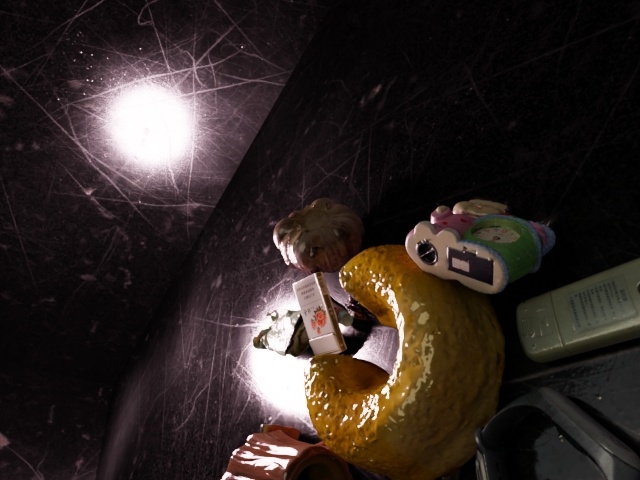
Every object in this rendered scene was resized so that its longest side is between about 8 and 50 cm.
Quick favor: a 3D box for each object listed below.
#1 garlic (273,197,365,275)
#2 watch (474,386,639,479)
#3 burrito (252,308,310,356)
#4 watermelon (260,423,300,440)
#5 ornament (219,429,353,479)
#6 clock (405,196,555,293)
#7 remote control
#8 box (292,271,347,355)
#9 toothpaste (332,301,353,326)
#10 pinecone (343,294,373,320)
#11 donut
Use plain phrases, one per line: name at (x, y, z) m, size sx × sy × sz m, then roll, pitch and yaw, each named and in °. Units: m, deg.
garlic at (0.000, 0.000, 1.233) m, size 0.245 × 0.160 × 0.244 m, roll -8°, pitch 42°, yaw 8°
watch at (0.287, 0.301, 0.593) m, size 0.192 × 0.068 × 0.206 m, roll -60°, pitch 29°, yaw 9°
burrito at (-0.099, 0.258, 1.308) m, size 0.229 × 0.089 × 0.143 m, roll -11°, pitch 45°, yaw 58°
watermelon at (-0.088, 0.474, 1.116) m, size 0.094 × 0.125 × 0.135 m, roll -35°, pitch -6°, yaw 3°
ornament at (-0.064, 0.505, 0.929) m, size 0.218 × 0.235 × 0.221 m, roll -24°, pitch 73°, yaw 49°
clock at (0.271, -0.003, 0.765) m, size 0.194 × 0.196 × 0.100 m, roll 22°, pitch 129°, yaw 42°
remote control at (0.378, 0.093, 0.627) m, size 0.233 × 0.038 × 0.098 m, roll -36°, pitch 39°, yaw 43°
box at (-0.005, 0.185, 1.149) m, size 0.109 × 0.029 × 0.198 m, roll -30°, pitch 74°, yaw 49°
toothpaste at (0.025, 0.178, 1.204) m, size 0.205 × 0.036 × 0.056 m, roll 15°, pitch 89°, yaw 66°
pinecone at (0.096, 0.140, 1.058) m, size 0.077 × 0.077 × 0.083 m, roll 23°, pitch 89°, yaw 63°
donut at (0.133, 0.204, 0.841) m, size 0.378 × 0.164 × 0.434 m, roll 12°, pitch 79°, yaw 62°
